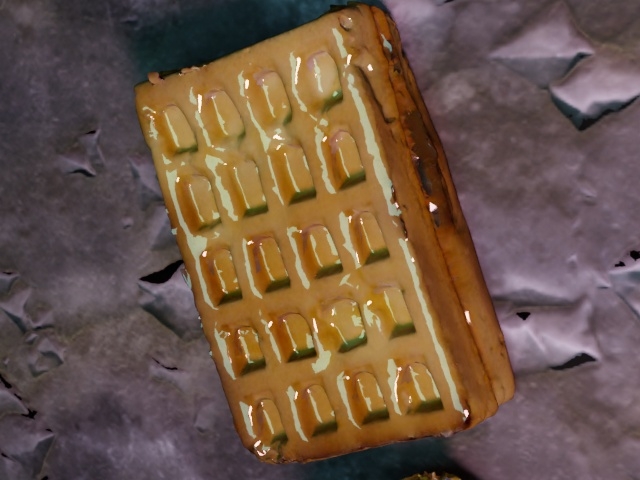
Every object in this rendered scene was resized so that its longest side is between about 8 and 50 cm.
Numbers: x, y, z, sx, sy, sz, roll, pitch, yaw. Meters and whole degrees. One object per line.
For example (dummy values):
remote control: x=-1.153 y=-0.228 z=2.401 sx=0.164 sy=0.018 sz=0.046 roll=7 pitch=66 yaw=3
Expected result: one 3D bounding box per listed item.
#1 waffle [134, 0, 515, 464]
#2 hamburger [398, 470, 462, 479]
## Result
waffle: x=0.000 y=0.000 z=1.085 sx=0.224 sy=0.098 sz=0.328 roll=-16 pitch=95 yaw=29
hamburger: x=0.090 y=0.281 z=1.104 sx=0.191 sy=0.118 sz=0.182 roll=46 pitch=123 yaw=13
